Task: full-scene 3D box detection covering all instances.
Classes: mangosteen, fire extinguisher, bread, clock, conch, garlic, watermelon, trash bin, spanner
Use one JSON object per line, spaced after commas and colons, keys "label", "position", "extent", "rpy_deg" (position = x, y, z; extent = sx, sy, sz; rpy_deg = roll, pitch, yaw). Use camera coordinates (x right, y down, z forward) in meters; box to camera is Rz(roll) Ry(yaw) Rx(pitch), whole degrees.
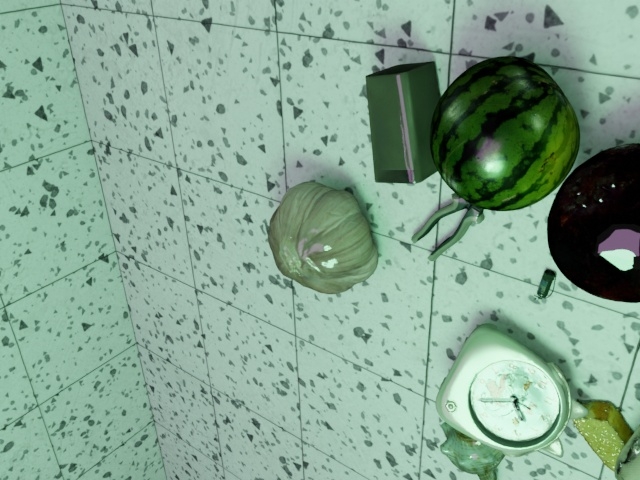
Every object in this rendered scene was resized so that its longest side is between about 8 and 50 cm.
{"label": "mangosteen", "position": [0.570, -0.013, 1.104], "extent": [0.313, 0.297, 0.297], "rpy_deg": [50, 137, -4]}
{"label": "fire extinguisher", "position": [0.517, 0.107, 1.409], "extent": [0.038, 0.025, 0.083], "rpy_deg": [13, 125, 9]}
{"label": "bread", "position": [0.679, 0.459, 1.451], "extent": [0.187, 0.065, 0.103], "rpy_deg": [57, 143, 2]}
{"label": "clock", "position": [0.465, 0.382, 1.493], "extent": [0.324, 0.108, 0.265], "rpy_deg": [30, 101, 16]}
{"label": "conch", "position": [0.411, 0.565, 1.681], "extent": [0.203, 0.169, 0.386], "rpy_deg": [-134, 38, -55]}
{"label": "garlic", "position": [0.000, 0.000, 1.639], "extent": [0.317, 0.259, 0.318], "rpy_deg": [26, 131, 34]}
{"label": "watermelon", "position": [0.351, -0.199, 1.183], "extent": [0.285, 0.285, 0.285], "rpy_deg": [21, 127, 32]}
{"label": "trash bin", "position": [0.195, -0.266, 1.381], "extent": [0.122, 0.164, 0.241], "rpy_deg": [7, 115, 38]}
{"label": "spanner", "position": [0.331, -0.062, 1.464], "extent": [0.096, 0.040, 0.325], "rpy_deg": [49, 138, 7]}

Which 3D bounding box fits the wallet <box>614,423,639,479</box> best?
{"label": "wallet", "position": [0.801, 0.484, 1.317], "extent": [0.274, 0.068, 0.335], "rpy_deg": [21, 121, 9]}
